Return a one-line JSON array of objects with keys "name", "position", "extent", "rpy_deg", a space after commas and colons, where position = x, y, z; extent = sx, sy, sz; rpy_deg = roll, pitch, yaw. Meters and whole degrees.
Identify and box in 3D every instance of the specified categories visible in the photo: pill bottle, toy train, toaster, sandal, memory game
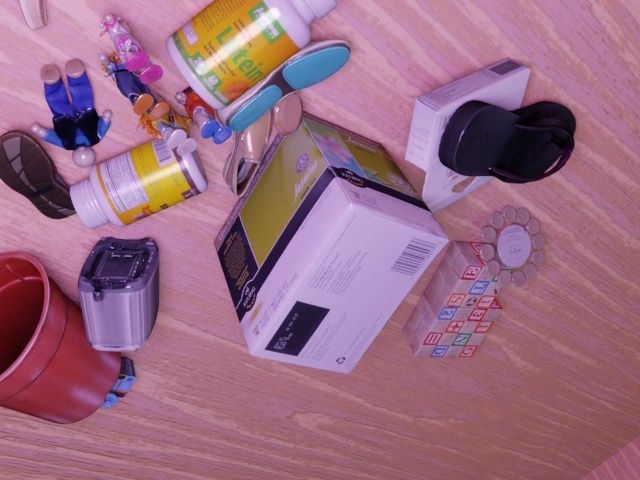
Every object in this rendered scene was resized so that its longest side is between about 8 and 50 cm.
[{"name": "pill bottle", "position": [-0.309, -0.098, 1.250], "extent": [0.214, 0.117, 0.117], "rpy_deg": [-23, 134, 0]}, {"name": "toy train", "position": [-0.488, 0.288, 1.556], "extent": [0.184, 0.080, 0.105], "rpy_deg": [20, 111, -32]}, {"name": "toaster", "position": [-0.359, 0.100, 1.323], "extent": [0.129, 0.227, 0.147], "rpy_deg": [0, 117, -4]}, {"name": "sandal", "position": [-0.468, -0.114, 1.221], "extent": [0.089, 0.060, 0.219], "rpy_deg": [-20, 149, 4]}, {"name": "pill bottle", "position": [-0.101, -0.324, 1.118], "extent": [0.245, 0.136, 0.136], "rpy_deg": [-35, 133, 11]}, {"name": "sandal", "position": [0.381, -0.168, 1.369], "extent": [0.445, 0.107, 0.168], "rpy_deg": [-10, 125, -47]}, {"name": "memory game", "position": [0.431, 0.014, 1.643], "extent": [0.186, 0.012, 0.186], "rpy_deg": [0, 90, -25]}]

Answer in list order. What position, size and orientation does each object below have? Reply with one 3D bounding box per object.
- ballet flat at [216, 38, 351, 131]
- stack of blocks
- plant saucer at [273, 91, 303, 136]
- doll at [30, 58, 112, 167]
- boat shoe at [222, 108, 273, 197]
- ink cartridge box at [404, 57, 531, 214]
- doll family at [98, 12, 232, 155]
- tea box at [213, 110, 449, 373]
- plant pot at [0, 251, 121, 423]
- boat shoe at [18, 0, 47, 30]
[{"name": "ballet flat", "position": [-0.071, -0.276, 1.213], "extent": [0.248, 0.086, 0.086], "rpy_deg": [-31, 134, 3]}, {"name": "stack of blocks", "position": [0.339, 0.146, 1.747], "extent": [0.171, 0.087, 0.297], "rpy_deg": [4, 128, -25]}, {"name": "plant saucer", "position": [-0.053, -0.221, 1.269], "extent": [0.015, 0.083, 0.083], "rpy_deg": [1, 130, -36]}, {"name": "doll", "position": [-0.400, -0.195, 1.177], "extent": [0.129, 0.046, 0.189], "rpy_deg": [-19, 141, -18]}, {"name": "boat shoe", "position": [-0.122, -0.161, 1.300], "extent": [0.068, 0.072, 0.190], "rpy_deg": [2, 129, -23]}, {"name": "ink cartridge box", "position": [0.265, -0.188, 1.363], "extent": [0.275, 0.060, 0.239], "rpy_deg": [-28, 141, -34]}, {"name": "doll family", "position": [-0.268, -0.224, 1.128], "extent": [0.118, 0.163, 0.263], "rpy_deg": [-43, 137, 4]}, {"name": "tea box", "position": [0.000, 0.000, 1.310], "extent": [0.219, 0.324, 0.329], "rpy_deg": [17, 120, -33]}, {"name": "plant pot", "position": [-0.527, 0.204, 1.351], "extent": [0.272, 0.273, 0.265], "rpy_deg": [-30, 142, 6]}, {"name": "boat shoe", "position": [-0.389, -0.372, 1.012], "extent": [0.059, 0.063, 0.170], "rpy_deg": [-3, 130, -12]}]
